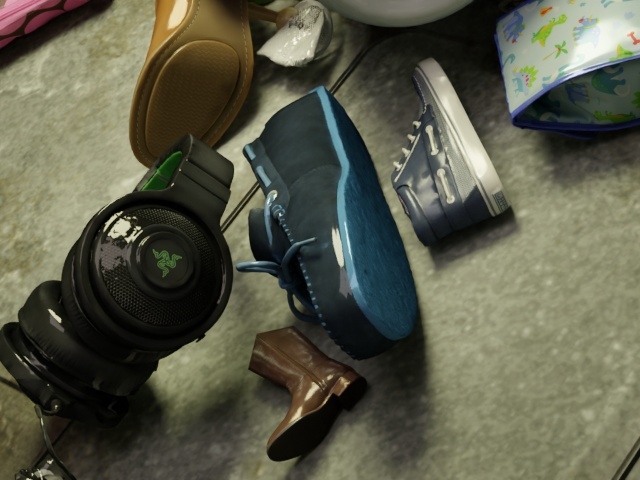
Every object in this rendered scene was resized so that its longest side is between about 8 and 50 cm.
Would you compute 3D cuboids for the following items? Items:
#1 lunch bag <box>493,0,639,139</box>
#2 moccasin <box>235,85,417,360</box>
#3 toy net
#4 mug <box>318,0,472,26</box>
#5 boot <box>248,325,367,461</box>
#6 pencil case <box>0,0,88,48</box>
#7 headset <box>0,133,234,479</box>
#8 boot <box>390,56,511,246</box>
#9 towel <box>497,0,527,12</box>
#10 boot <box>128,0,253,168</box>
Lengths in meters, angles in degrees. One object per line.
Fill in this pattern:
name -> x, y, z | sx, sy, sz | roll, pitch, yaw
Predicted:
lunch bag -> 0.228, -0.158, 1.432 | 0.151, 0.096, 0.129 | -12, 46, 9
moccasin -> 0.000, 0.000, 1.428 | 0.117, 0.138, 0.342 | -30, 28, 11
toy net -> -0.021, -0.245, 1.710 | 0.122, 0.045, 0.232 | -26, 44, 7
mug -> 0.102, -0.376, 1.518 | 0.374, 0.276, 0.328 | -38, 28, 25
boot -> -0.033, 0.122, 1.382 | 0.106, 0.037, 0.114 | -37, 44, -22
pencil case -> -0.334, -0.271, 1.895 | 0.209, 0.095, 0.098 | -30, 7, 8
headset -> -0.155, 0.082, 1.402 | 0.243, 0.185, 0.394 | -46, 16, 38
boot -> 0.093, -0.081, 1.464 | 0.086, 0.069, 0.190 | -26, 44, 5
towel -> 0.270, -0.336, 1.569 | 0.187, 0.049, 0.282 | -9, 45, 48
boot -> -0.143, -0.219, 1.708 | 0.220, 0.109, 0.283 | -148, 70, -68
